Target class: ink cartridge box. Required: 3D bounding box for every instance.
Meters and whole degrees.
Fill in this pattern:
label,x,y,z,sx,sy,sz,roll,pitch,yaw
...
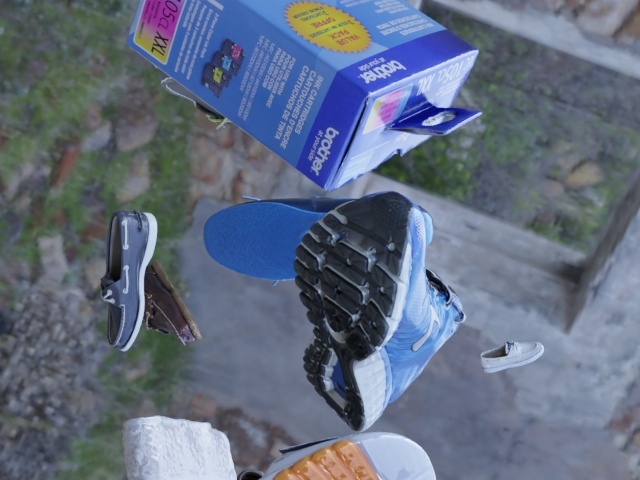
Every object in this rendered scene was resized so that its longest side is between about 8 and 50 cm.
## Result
label,x,y,z,sx,sy,sz,roll,pitch,yaw
ink cartridge box,0.005,-0.223,1.339,0.270,0.395,0.151,-31,154,-49

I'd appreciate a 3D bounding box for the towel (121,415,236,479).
label,x,y,z,sx,sy,sz,roll,pitch,yaw
towel,-0.150,0.306,1.262,0.282,0.049,0.187,41,35,-71

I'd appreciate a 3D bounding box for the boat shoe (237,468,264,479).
label,x,y,z,sx,sy,sz,roll,pitch,yaw
boat shoe,-0.023,0.400,1.450,0.095,0.257,0.095,-45,154,-31

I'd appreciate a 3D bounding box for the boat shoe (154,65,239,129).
label,x,y,z,sx,sy,sz,roll,pitch,yaw
boat shoe,-0.109,-0.200,1.527,0.305,0.109,0.091,8,78,-50

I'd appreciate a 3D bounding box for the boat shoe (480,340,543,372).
label,x,y,z,sx,sy,sz,roll,pitch,yaw
boat shoe,0.295,0.173,1.675,0.035,0.100,0.035,-96,167,-58

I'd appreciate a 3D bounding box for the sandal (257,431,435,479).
label,x,y,z,sx,sy,sz,roll,pitch,yaw
sandal,-0.027,0.239,1.012,0.076,0.265,0.102,-123,-166,-75

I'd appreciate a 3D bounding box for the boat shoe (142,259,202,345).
label,x,y,z,sx,sy,sz,roll,pitch,yaw
boat shoe,-0.238,0.102,1.607,0.207,0.073,0.073,42,-24,56

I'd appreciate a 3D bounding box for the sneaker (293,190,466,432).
label,x,y,z,sx,sy,sz,roll,pitch,yaw
sneaker,0.065,0.054,1.080,0.147,0.130,0.330,-35,154,-24

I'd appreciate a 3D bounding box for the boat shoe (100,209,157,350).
label,x,y,z,sx,sy,sz,roll,pitch,yaw
boat shoe,-0.175,0.035,0.952,0.046,0.038,0.125,21,-79,51

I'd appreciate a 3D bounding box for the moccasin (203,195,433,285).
label,x,y,z,sx,sy,sz,roll,pitch,yaw
moccasin,0.000,0.000,1.621,0.117,0.342,0.138,-35,126,-75
